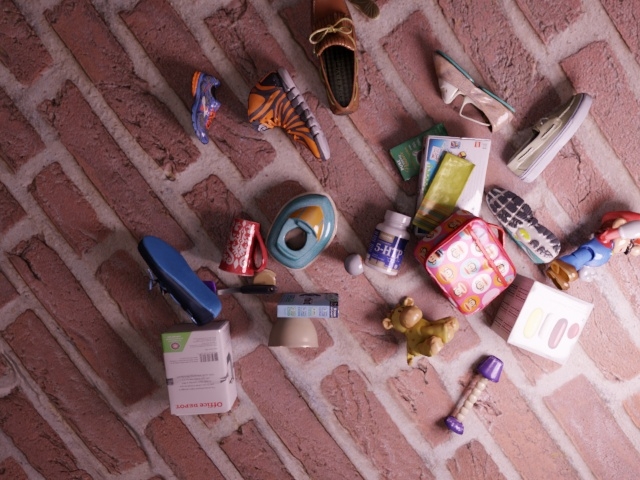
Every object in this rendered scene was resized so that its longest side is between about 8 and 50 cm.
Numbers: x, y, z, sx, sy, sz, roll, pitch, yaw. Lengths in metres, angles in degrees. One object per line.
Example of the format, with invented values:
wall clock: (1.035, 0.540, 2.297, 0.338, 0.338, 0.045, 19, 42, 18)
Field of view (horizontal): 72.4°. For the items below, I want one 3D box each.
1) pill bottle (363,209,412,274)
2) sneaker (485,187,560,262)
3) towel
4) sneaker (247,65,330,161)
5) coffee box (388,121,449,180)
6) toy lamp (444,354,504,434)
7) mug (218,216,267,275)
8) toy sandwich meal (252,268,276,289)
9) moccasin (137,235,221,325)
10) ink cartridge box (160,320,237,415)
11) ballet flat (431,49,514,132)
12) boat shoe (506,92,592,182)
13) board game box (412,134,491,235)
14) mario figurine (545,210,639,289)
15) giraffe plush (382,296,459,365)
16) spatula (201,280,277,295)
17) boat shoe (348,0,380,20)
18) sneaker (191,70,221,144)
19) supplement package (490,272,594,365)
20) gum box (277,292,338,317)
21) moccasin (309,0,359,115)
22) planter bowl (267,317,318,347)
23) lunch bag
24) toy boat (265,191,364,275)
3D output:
pill bottle: (0.216, 0.004, 1.369, 0.112, 0.112, 0.187, 18, 97, 0)
sneaker: (0.604, -0.040, 1.351, 0.107, 0.110, 0.275, -32, 76, -11)
towel: (0.369, -0.136, 1.312, 0.102, 0.021, 0.237, 21, 104, -7)
sneaker: (-0.107, -0.355, 1.351, 0.180, 0.124, 0.321, -30, 83, 9)
coffee box: (0.318, -0.276, 1.368, 0.184, 0.040, 0.113, -29, 97, 5)
toy lamp: (0.504, 0.499, 1.430, 0.080, 0.080, 0.275, 31, 98, -1)
mug: (-0.233, 0.021, 1.396, 0.150, 0.113, 0.169, 13, 92, 0)
toy sandwich meal: (-0.185, 0.131, 1.444, 0.085, 0.029, 0.086, 0, 107, 0)
moccasin: (-0.472, 0.139, 1.395, 0.117, 0.137, 0.342, -44, 84, 22)
ink cartridge box: (-0.395, 0.415, 1.439, 0.198, 0.115, 0.273, -5, 95, 3)
ballet flat: (0.436, -0.438, 1.318, 0.316, 0.107, 0.106, 38, 110, -1)
boat shoe: (0.686, -0.320, 1.316, 0.094, 0.109, 0.302, 34, 99, 1)
board game box: (0.398, -0.162, 1.345, 0.193, 0.053, 0.305, 4, 105, -2)
mario figurine: (0.855, 0.040, 1.301, 0.320, 0.198, 0.170, -35, 98, 0)
giraffe plush: (0.302, 0.270, 1.389, 0.170, 0.181, 0.210, 51, 131, 7)
spatula: (-0.284, 0.165, 1.433, 0.296, 0.030, 0.084, -5, 96, 9)
boat shoe: (0.124, -0.730, 1.330, 0.153, 0.048, 0.056, 45, 109, 4)
sneaker: (-0.355, -0.412, 1.366, 0.087, 0.083, 0.221, 2, 100, -6)
supplement package: (0.677, 0.238, 1.355, 0.194, 0.149, 0.203, 21, 96, 0)
gum box: (-0.035, 0.203, 1.379, 0.184, 0.157, 0.041, 0, 97, 2)
moccasin: (0.040, -0.567, 1.295, 0.139, 0.147, 0.380, -4, 96, 3)
planter bowl: (-0.087, 0.287, 1.400, 0.162, 0.162, 0.109, 0, 76, 3)
lunch bag: (0.453, 0.057, 1.328, 0.258, 0.120, 0.293, -41, 115, 3)
toy boat: (0.000, 0.000, 1.359, 0.318, 0.148, 0.267, 32, 97, -1)
